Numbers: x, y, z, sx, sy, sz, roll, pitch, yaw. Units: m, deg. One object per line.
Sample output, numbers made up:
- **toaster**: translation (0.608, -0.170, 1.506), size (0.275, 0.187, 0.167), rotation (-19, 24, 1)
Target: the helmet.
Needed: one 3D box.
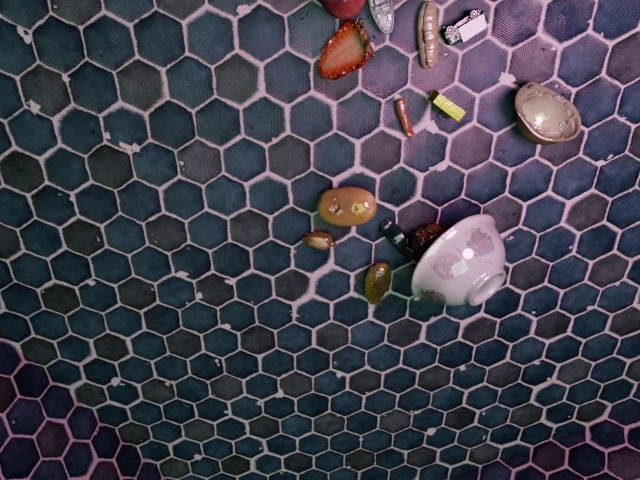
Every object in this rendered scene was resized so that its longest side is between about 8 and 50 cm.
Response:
- **helmet**: translation (0.785, -0.434, 1.562), size (0.258, 0.137, 0.204), rotation (36, 74, 1)

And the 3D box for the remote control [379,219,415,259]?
- **remote control**: translation (0.334, 0.001, 1.812), size (0.072, 0.042, 0.222), rotation (-40, 110, 14)

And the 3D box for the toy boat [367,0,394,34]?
- **toy boat**: translation (0.187, -0.805, 1.397), size (0.078, 0.085, 0.260), rotation (-18, 115, 7)

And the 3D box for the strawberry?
- **strawberry**: translation (0.087, -0.653, 1.483), size (0.208, 0.087, 0.167), rotation (-14, 97, 33)

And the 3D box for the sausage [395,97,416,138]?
- **sausage**: translation (0.315, -0.450, 1.598), size (0.042, 0.036, 0.157), rotation (-5, 121, 40)

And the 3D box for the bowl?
- **bowl**: translation (0.582, 0.126, 1.677), size (0.435, 0.196, 0.434), rotation (-23, 140, -21)

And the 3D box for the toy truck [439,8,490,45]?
- **toy truck**: translation (0.482, -0.720, 1.455), size (0.147, 0.065, 0.079), rotation (-28, 116, 10)

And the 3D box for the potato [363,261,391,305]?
- **potato**: translation (0.246, 0.190, 1.877), size (0.118, 0.090, 0.225), rotation (1, 123, -8)

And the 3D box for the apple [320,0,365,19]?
- **apple**: translation (0.078, -0.787, 1.376), size (0.154, 0.120, 0.153), rotation (-5, 78, 27)

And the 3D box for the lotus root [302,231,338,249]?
- **lotus root**: translation (0.000, 0.000, 1.797), size (0.152, 0.063, 0.072), rotation (14, 88, -1)

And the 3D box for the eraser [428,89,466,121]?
- **eraser**: translation (0.453, -0.485, 1.550), size (0.123, 0.097, 0.045), rotation (30, 114, -14)

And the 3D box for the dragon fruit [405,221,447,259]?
- **dragon fruit**: translation (0.454, 0.012, 1.751), size (0.182, 0.182, 0.189), rotation (-41, 140, 17)

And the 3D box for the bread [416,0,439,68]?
- **bread**: translation (0.368, -0.699, 1.471), size (0.073, 0.053, 0.214), rotation (-6, 116, 6)

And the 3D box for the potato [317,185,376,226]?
- **potato**: translation (0.103, -0.130, 1.695), size (0.234, 0.146, 0.150), rotation (2, 72, 12)
